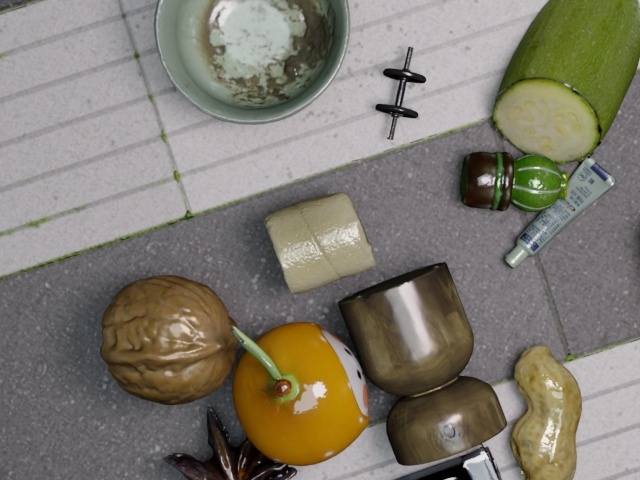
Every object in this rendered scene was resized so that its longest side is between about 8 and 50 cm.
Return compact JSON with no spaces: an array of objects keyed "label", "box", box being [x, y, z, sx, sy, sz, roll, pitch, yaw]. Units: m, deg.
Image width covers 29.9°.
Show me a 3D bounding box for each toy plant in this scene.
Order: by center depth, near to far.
[{"label":"toy plant","box":[0.300,-0.090,1.847,0.163,0.093,0.092,2,91,-3]}]

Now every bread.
[{"label":"bread","box":[0.000,0.000,1.817,0.141,0.148,0.133,-20,107,0]}]

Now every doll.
[{"label":"doll","box":[-0.040,0.222,1.748,0.214,0.236,0.213,-4,77,16]}]

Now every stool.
[{"label":"stool","box":[0.152,0.183,1.806,0.179,0.179,0.264,-21,90,0]}]

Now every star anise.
[{"label":"star anise","box":[-0.125,0.390,1.841,0.212,0.129,0.282,-27,82,-6]}]

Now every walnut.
[{"label":"walnut","box":[-0.223,0.147,1.788,0.213,0.213,0.213,0,91,0]}]

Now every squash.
[{"label":"squash","box":[0.394,-0.268,1.879,0.189,0.189,0.260,29,55,-1]}]

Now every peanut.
[{"label":"peanut","box":[0.349,0.277,1.851,0.103,0.098,0.229,4,88,-28]}]

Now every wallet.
[{"label":"wallet","box":[0.188,0.431,1.867,0.231,0.069,0.170,-21,86,-1]}]

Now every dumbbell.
[{"label":"dumbbell","box":[0.124,-0.227,1.854,0.069,0.069,0.147,12,91,0]}]

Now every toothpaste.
[{"label":"toothpaste","box":[0.369,-0.037,1.875,0.062,0.037,0.216,44,86,2]}]

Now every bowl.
[{"label":"bowl","box":[-0.099,-0.316,1.814,0.289,0.146,0.289,0,93,0]}]
